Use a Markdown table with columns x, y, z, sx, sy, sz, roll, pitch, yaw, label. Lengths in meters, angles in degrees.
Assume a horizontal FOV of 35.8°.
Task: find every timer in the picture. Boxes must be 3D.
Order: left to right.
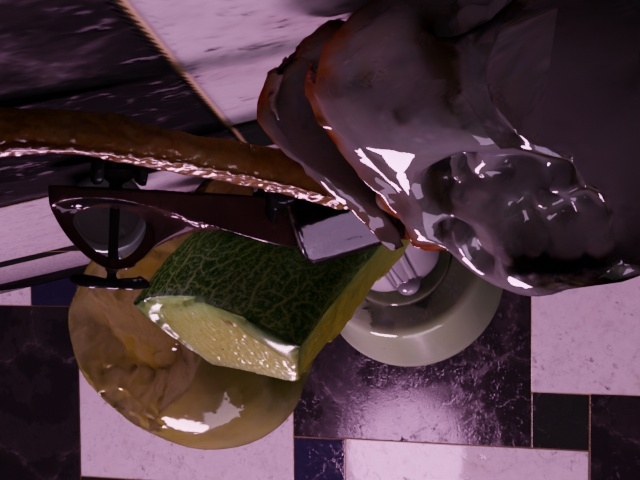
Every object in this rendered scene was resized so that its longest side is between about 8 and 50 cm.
| x | y | z | sx | sy | sz | roll | pitch | yaw | label |
| --- | --- | --- | --- | --- | --- | --- | --- | --- | --- |
| 0.105 | 0.008 | 1.444 | 0.290 | 0.291 | 0.315 | -13 | 156 | 12 | timer |

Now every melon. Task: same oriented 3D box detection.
| x | y | z | sx | sy | sz | roll | pitch | yaw | label |
| --- | --- | --- | --- | --- | --- | --- | --- | --- | --- |
| 0.000 | 0.000 | 0.941 | 0.196 | 0.124 | 0.323 | 13 | -139 | 37 | melon |

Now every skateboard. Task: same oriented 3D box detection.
| x | y | z | sx | sy | sz | roll | pitch | yaw | label |
| --- | --- | --- | --- | --- | --- | --- | --- | --- | --- |
| -0.089 | -0.008 | 0.603 | 0.151 | 0.080 | 0.067 | 4 | -175 | -8 | skateboard |

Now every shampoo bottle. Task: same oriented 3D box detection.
| x | y | z | sx | sy | sz | roll | pitch | yaw | label |
| --- | --- | --- | --- | --- | --- | --- | --- | --- | --- |
| -0.158 | -0.015 | 0.747 | 0.056 | 0.056 | 0.195 | -13 | 180 | -11 | shampoo bottle |

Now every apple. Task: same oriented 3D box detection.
| x | y | z | sx | sy | sz | roll | pitch | yaw | label |
| --- | --- | --- | --- | --- | --- | --- | --- | --- | --- |
| -0.128 | 0.085 | 1.076 | 0.279 | 0.279 | 0.279 | -13 | 180 | 0 | apple |

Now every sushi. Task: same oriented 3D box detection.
| x | y | z | sx | sy | sz | roll | pitch | yaw | label |
| --- | --- | --- | --- | --- | --- | --- | --- | --- | --- |
| 0.144 | -0.051 | 0.390 | 0.332 | 0.124 | 0.130 | -10 | -174 | -27 | sushi |

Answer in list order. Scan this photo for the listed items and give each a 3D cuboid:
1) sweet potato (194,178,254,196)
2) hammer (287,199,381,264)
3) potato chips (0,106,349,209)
| x | y | z | sx | sy | sz | roll | pitch | yaw | label |
| --- | --- | --- | --- | --- | --- | --- | --- | --- | --- |
| -0.093 | -0.031 | 0.876 | 0.049 | 0.049 | 0.117 | -13 | 178 | -22 | sweet potato |
| 0.067 | -0.063 | 0.617 | 0.242 | 0.095 | 0.409 | -13 | 174 | 9 | hammer |
| -0.072 | -0.033 | 0.414 | 0.204 | 0.037 | 0.026 | 3 | -175 | -26 | potato chips |
